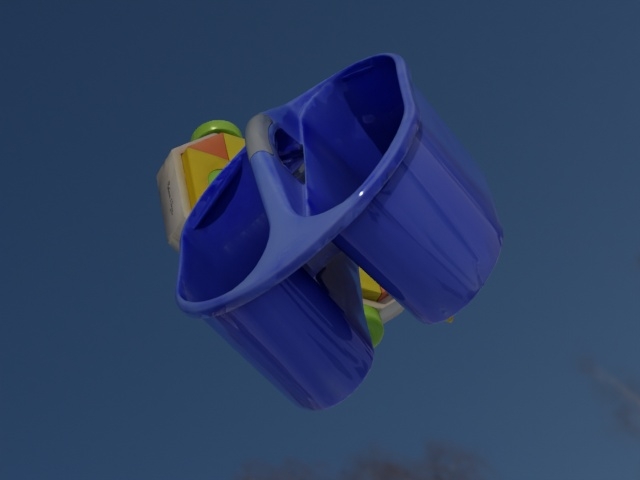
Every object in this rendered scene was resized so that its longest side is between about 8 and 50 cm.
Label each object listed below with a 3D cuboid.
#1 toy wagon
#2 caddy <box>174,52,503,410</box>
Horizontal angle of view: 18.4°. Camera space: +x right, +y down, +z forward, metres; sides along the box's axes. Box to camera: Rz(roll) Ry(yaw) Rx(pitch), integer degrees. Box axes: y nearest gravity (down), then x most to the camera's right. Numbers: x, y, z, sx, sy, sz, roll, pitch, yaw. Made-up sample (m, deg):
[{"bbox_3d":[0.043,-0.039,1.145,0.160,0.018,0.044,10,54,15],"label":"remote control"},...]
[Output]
[{"bbox_3d":[0.000,0.000,2.008,0.344,0.267,0.068,16,-55,-24],"label":"toy wagon"},{"bbox_3d":[0.001,-0.024,1.569,0.241,0.179,0.341,-38,18,12],"label":"caddy"}]
